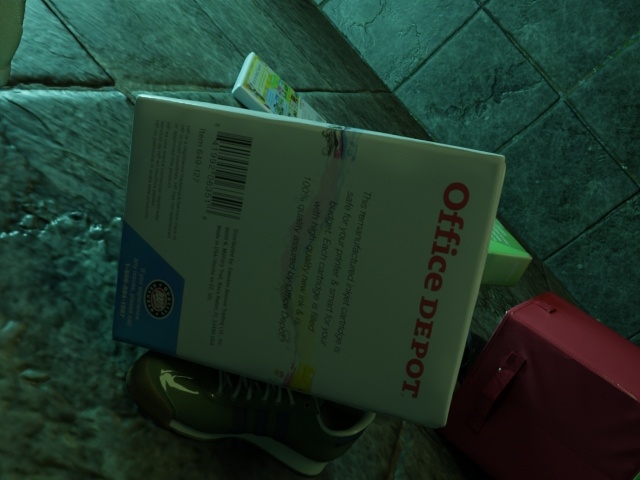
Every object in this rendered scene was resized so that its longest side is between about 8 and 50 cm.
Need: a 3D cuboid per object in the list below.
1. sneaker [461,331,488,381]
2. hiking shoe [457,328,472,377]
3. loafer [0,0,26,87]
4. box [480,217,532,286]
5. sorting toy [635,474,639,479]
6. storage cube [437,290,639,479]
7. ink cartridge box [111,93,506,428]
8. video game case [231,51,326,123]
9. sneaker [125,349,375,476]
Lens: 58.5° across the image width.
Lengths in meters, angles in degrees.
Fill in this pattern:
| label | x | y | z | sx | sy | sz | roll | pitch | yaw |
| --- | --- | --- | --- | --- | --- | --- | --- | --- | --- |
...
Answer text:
| label | x | y | z | sx | sy | sz | roll | pitch | yaw |
| --- | --- | --- | --- | --- | --- | --- | --- | --- | --- |
| sneaker | 0.271 | 0.234 | 0.870 | 0.209 | 0.069 | 0.082 | 51 | -7 | 24 |
| hiking shoe | 0.146 | 0.125 | 0.726 | 0.132 | 0.113 | 0.304 | 48 | 21 | 0 |
| loafer | -0.309 | -0.247 | 0.508 | 0.102 | 0.092 | 0.268 | 16 | 39 | -54 |
| box | 0.087 | -0.039 | 0.763 | 0.322 | 0.058 | 0.232 | 5 | 34 | -22 |
| sorting toy | 0.474 | 0.398 | 0.962 | 0.126 | 0.127 | 0.365 | 21 | 16 | 10 |
| storage cube | 0.292 | 0.196 | 0.689 | 0.193 | 0.183 | 0.215 | 37 | 23 | 30 |
| ink cartridge box | 0.000 | 0.000 | 0.426 | 0.233 | 0.171 | 0.168 | 13 | 12 | 12 |
| video game case | -0.067 | -0.244 | 1.063 | 0.206 | 0.026 | 0.227 | 40 | 24 | -22 |
| sneaker | -0.038 | 0.113 | 0.428 | 0.192 | 0.086 | 0.064 | 35 | 25 | -31 |
